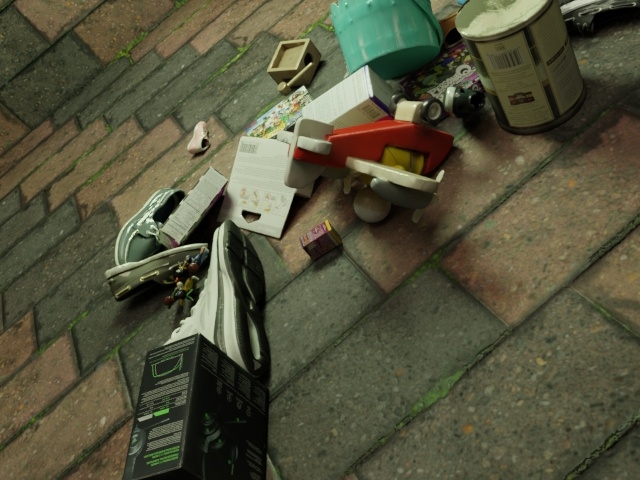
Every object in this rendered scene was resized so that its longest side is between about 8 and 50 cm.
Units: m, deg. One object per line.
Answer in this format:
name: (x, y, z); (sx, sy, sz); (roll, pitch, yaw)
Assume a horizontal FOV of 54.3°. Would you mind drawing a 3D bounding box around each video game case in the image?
video game case: (0.340, -0.420, 1.614); (0.232, 0.042, 0.210); (-33, 38, 8)

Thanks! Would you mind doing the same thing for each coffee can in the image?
coffee can: (0.432, -0.394, 1.334); (0.202, 0.275, 0.201); (-21, 43, 21)

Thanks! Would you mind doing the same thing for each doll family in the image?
doll family: (-0.341, 0.096, 1.592); (0.111, 0.076, 0.192); (-62, -11, -72)

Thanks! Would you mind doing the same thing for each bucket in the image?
bucket: (0.171, -0.536, 1.605); (0.281, 0.281, 0.183); (-16, 89, 27)

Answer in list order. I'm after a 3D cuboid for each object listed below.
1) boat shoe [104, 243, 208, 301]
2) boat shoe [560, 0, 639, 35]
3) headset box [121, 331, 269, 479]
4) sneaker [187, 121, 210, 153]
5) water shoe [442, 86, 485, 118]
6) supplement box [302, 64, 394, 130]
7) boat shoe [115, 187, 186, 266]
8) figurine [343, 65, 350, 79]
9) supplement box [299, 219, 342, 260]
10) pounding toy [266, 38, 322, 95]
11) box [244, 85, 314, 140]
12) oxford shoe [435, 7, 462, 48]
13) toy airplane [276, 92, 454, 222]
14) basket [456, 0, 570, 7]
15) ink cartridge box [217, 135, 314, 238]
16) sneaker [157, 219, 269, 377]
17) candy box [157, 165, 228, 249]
boat shoe: (-0.441, 0.084, 1.715); (0.305, 0.109, 0.091); (-18, 84, 9)
boat shoe: (0.636, -0.521, 1.461); (0.229, 0.080, 0.076); (-13, 74, 29)
headset box: (-0.216, 0.362, 1.156); (0.131, 0.246, 0.283); (-22, 43, 20)
sneaker: (-0.399, -0.353, 2.127); (0.070, 0.051, 0.134); (-5, 54, 33)
water shoe: (0.341, -0.314, 1.443); (0.080, 0.072, 0.203); (13, 16, 23)
supplement box: (0.071, -0.324, 1.588); (0.220, 0.111, 0.113); (-28, 53, 31)
boat shoe: (-0.500, -0.038, 1.858); (0.099, 0.116, 0.319); (-10, 43, 37)
figurine: (0.175, -0.573, 1.867); (0.210, 0.092, 0.214); (-1, 53, 48)
supplement box: (0.000, 0.000, 1.476); (0.083, 0.055, 0.043); (-32, 38, 9)
pounding toy: (-0.074, -0.542, 2.024); (0.181, 0.094, 0.206); (7, 67, 36)
box: (-0.113, -0.362, 1.914); (0.233, 0.044, 0.159); (-35, 39, 6)
oxford shoe: (0.326, -0.548, 1.690); (0.212, 0.076, 0.076); (-23, 46, 55)
toy airplane: (0.092, -0.162, 1.386); (0.385, 0.272, 0.386); (1, 23, 15)
basket: (0.504, -0.656, 1.582); (0.255, 0.201, 0.289); (-31, 35, 3)
ink cartridge box: (-0.146, -0.148, 1.724); (0.296, 0.066, 0.261); (15, 89, 45)
sneaker: (-0.273, 0.154, 1.455); (0.258, 0.169, 0.447); (-25, 44, 15)
candy box: (-0.362, -0.084, 1.769); (0.233, 0.071, 0.159); (-55, 6, -17)
